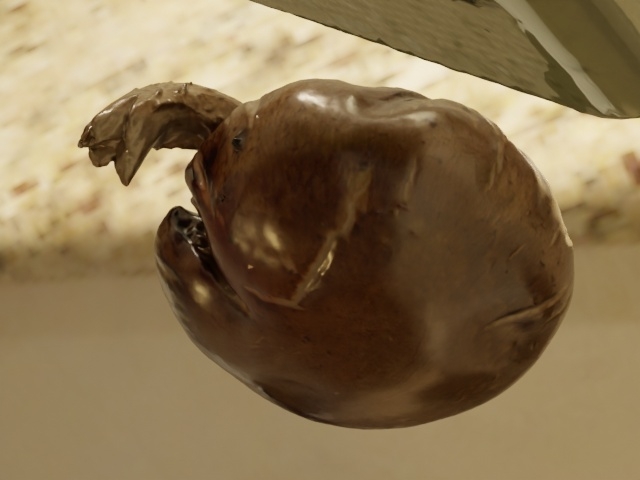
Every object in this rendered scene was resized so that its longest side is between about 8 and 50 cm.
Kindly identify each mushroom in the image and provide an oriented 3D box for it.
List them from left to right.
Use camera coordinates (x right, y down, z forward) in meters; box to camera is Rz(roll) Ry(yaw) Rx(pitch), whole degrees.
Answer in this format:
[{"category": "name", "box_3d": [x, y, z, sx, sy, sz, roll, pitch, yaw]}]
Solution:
[{"category": "mushroom", "box_3d": [-0.001, 0.001, 0.640, 0.170, 0.135, 0.080, 26, 35, -1]}]

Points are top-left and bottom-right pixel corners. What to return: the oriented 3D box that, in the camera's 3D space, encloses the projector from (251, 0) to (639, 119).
[{"category": "projector", "box_3d": [0.056, -0.161, 0.436, 0.259, 0.079, 0.257, -54, 38, -8]}]
